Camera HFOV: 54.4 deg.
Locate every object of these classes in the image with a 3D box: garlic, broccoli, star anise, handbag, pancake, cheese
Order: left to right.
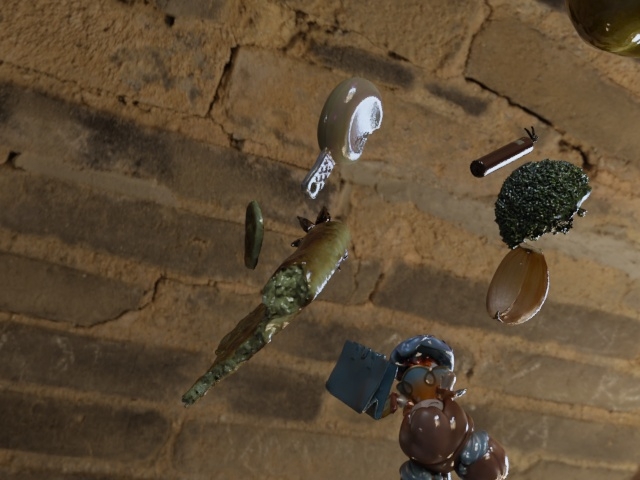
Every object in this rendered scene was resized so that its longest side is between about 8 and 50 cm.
[{"bbox_3d":[-0.096,-0.008,0.888,0.017,0.108,0.108,1,-60,-16],"label":"pancake"},{"bbox_3d":[-0.071,0.082,0.934,0.305,0.427,0.067,-44,-86,9],"label":"pancake"},{"bbox_3d":[0.001,0.000,1.422,0.167,0.168,0.057,24,-29,-23],"label":"star anise"},{"bbox_3d":[0.037,-0.210,1.317,0.287,0.082,0.163,-61,-33,-15],"label":"cheese"},{"bbox_3d":[0.097,0.326,1.487,0.057,0.221,0.144,25,-95,-21],"label":"handbag"},{"bbox_3d":[0.438,0.118,1.386,0.115,0.128,0.207,33,-112,-7],"label":"garlic"},{"bbox_3d":[0.510,-0.082,1.450,0.176,0.197,0.227,4,-82,-45],"label":"broccoli"}]

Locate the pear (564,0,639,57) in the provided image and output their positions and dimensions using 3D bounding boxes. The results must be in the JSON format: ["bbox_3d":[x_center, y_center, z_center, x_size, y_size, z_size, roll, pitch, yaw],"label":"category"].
[{"bbox_3d":[0.330,-0.273,0.597,0.199,0.200,0.200,-5,-59,-9],"label":"pear"}]

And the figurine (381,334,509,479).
[{"bbox_3d":[0.289,0.462,1.601,0.276,0.388,0.248,-32,-67,16],"label":"figurine"}]

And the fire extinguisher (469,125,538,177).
[{"bbox_3d":[0.292,-0.132,0.985,0.173,0.035,0.049,-26,-38,-35],"label":"fire extinguisher"}]
